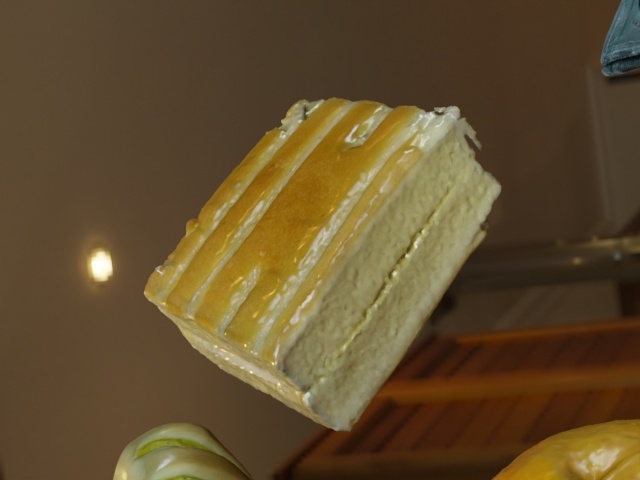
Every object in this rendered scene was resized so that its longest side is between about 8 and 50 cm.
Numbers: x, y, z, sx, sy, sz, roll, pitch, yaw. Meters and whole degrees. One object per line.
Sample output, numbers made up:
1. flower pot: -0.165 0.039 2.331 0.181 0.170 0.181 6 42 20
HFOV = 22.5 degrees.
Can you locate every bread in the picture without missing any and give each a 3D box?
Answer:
1. bread: 0.000 0.000 1.281 0.111 0.239 0.246 44 -102 -31
2. bread: -0.077 0.216 0.984 0.213 0.105 0.213 180 90 -80

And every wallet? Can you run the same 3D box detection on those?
1. wallet: 0.228 -0.149 0.981 0.026 0.129 0.088 39 -116 -26

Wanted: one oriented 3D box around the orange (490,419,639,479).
1. orange: 0.259 0.310 1.336 0.293 0.341 0.340 48 -140 -45
